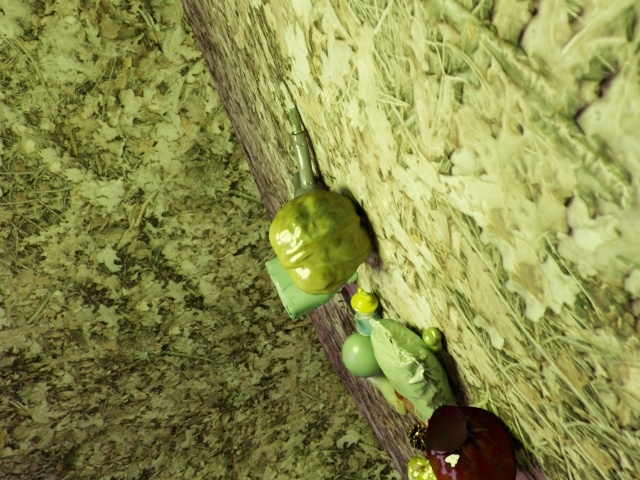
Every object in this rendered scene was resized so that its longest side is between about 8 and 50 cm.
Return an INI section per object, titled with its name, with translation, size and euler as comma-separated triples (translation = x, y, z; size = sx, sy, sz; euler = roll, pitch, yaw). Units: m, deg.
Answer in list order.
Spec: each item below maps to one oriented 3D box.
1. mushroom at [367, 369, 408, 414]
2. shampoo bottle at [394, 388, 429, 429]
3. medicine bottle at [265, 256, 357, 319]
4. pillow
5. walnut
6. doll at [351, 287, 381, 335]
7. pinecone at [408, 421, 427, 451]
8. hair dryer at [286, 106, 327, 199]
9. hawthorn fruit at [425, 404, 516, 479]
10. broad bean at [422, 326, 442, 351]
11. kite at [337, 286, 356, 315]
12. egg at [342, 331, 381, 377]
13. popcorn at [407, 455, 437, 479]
[mushroom]
translation = 0.266, 0.591, 1.946
size = 0.109, 0.097, 0.351
euler = 45, 180, -38
[shampoo bottle]
translation = 0.339, 0.557, 1.559
size = 0.118, 0.076, 0.314
euler = 64, 170, -8
[medicine bottle]
translation = -0.031, 0.127, 1.744
size = 0.245, 0.289, 0.245
euler = 61, 170, 18
[pillow]
translation = 0.262, 0.375, 1.330
size = 0.284, 0.138, 0.310
euler = 62, 169, -18
[walnut]
translation = 0.001, 0.002, 1.368
size = 0.282, 0.276, 0.253
euler = 57, 179, -29
[doll]
translation = 0.164, 0.257, 1.639
size = 0.241, 0.098, 0.135
euler = 77, -174, -46
[pinecone]
translation = 0.385, 0.749, 1.754
size = 0.109, 0.102, 0.102
euler = 39, 155, 42
[hair dryer]
translation = -0.059, -0.268, 1.549
size = 0.301, 0.121, 0.362
euler = -118, 16, -59
[hawthorn fruit]
translation = 0.350, 0.514, 1.081
size = 0.215, 0.215, 0.250
euler = 47, 159, 57
[broad bean]
translation = 0.288, 0.254, 1.193
size = 0.063, 0.045, 0.083
euler = 43, 167, 33
[kite]
translation = 0.113, 0.280, 2.159
size = 0.152, 0.015, 0.285
euler = 67, 167, -2
[egg]
translation = 0.174, 0.463, 1.873
size = 0.168, 0.168, 0.231
euler = 54, 172, 42
[popcorn]
translation = 0.375, 0.774, 1.445
size = 0.237, 0.251, 0.206
euler = 38, 147, 58
